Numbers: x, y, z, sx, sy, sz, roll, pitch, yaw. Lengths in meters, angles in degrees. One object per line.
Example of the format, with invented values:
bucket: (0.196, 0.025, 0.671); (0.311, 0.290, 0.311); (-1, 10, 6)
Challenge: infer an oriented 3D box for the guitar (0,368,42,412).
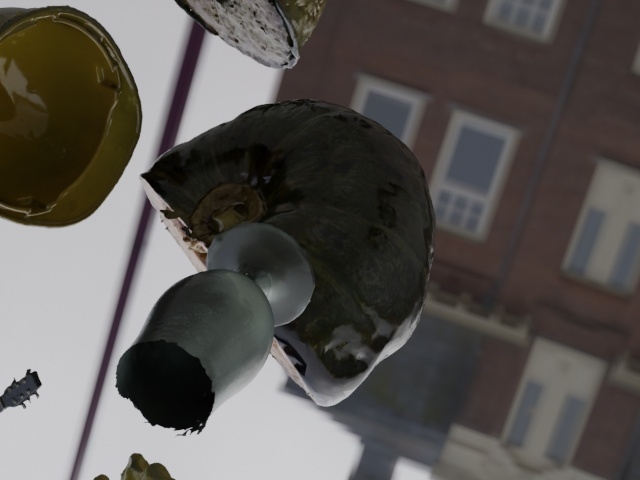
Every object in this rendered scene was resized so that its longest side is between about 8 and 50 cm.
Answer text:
guitar: (-0.288, 0.159, 1.614); (0.025, 0.233, 0.088); (-10, -110, -46)

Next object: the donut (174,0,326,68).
donut: (-0.096, -0.320, 2.226); (0.272, 0.107, 0.272); (38, 167, 11)

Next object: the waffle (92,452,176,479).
waffle: (-0.172, 0.327, 1.774); (0.056, 0.261, 0.250); (12, -161, -34)

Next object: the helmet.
helmet: (-0.298, -0.132, 1.869); (0.140, 0.205, 0.257); (25, 171, 30)

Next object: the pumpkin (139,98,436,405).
pumpkin: (0.000, 0.000, 1.881); (0.232, 0.242, 0.325); (-33, -132, -9)

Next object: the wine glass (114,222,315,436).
wine glass: (-0.085, 0.068, 1.560); (0.103, 0.103, 0.222); (21, -153, 11)
